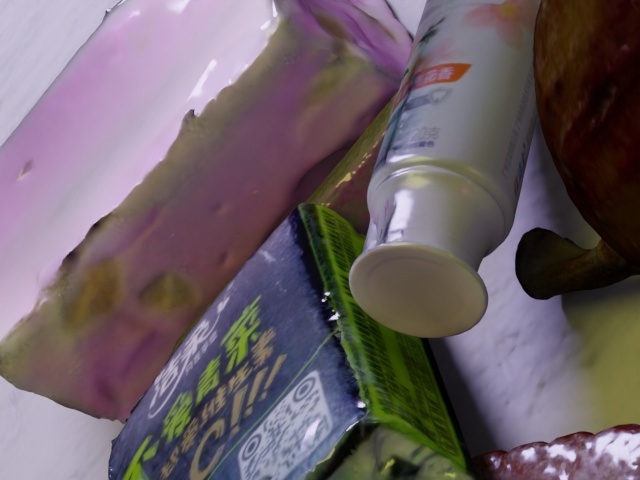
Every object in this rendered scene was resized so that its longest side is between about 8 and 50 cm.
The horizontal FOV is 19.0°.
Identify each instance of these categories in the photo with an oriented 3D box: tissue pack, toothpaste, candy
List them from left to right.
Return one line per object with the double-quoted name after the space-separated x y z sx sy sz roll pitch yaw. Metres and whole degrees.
-0.078 -0.044 1.032 0.265 0.116 0.155 -48 39 18 "candy"
-0.022 0.098 0.859 0.173 0.073 0.235 -51 18 13 "tissue pack"
0.077 -0.094 0.898 0.100 0.066 0.323 -29 31 40 "toothpaste"

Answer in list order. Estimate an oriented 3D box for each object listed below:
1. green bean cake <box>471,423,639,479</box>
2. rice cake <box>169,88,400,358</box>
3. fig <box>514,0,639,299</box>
0.092 0.148 0.754 0.135 0.056 0.135 -19 51 44 "green bean cake"
0.000 0.000 0.970 0.207 0.047 0.036 -46 33 18 "rice cake"
0.162 -0.041 0.730 0.321 0.217 0.217 124 156 -62 "fig"
